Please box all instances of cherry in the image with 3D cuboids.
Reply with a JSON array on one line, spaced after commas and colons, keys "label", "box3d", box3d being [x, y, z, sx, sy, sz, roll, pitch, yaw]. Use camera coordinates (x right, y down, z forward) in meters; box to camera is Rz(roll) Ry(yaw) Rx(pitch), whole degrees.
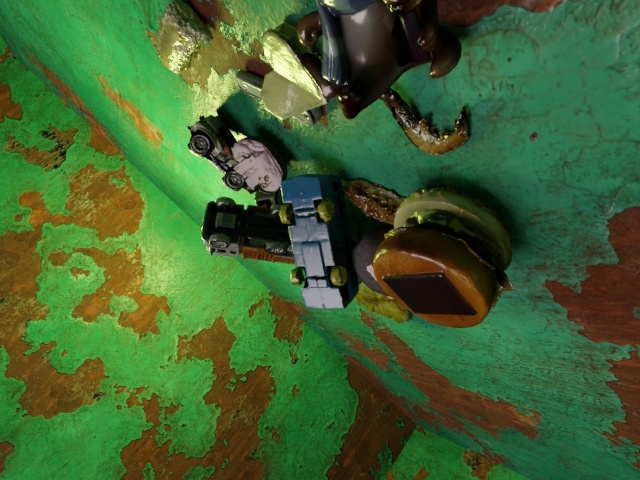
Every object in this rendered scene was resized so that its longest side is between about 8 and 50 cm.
[{"label": "cherry", "box3d": [0.192, 0.063, 1.145, 0.213, 0.183, 0.266, 39, 154, 9]}]

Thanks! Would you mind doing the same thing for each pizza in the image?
[{"label": "pizza", "box3d": [0.154, -0.090, 1.082, 0.246, 0.058, 0.127, 31, 157, 18]}]

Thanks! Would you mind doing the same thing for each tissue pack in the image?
[{"label": "tissue pack", "box3d": [-0.175, -0.132, 1.493, 0.090, 0.103, 0.170, -4, 144, 10]}]

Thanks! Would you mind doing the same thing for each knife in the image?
[{"label": "knife", "box3d": [-0.108, -0.355, 1.023, 0.265, 0.041, 0.073, 32, 159, 22]}]

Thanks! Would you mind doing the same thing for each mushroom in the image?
[{"label": "mushroom", "box3d": [-0.174, -0.240, 1.261, 0.141, 0.117, 0.188, -32, 98, 41]}]

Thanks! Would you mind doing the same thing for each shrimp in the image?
[{"label": "shrimp", "box3d": [0.192, -0.232, 0.746, 0.195, 0.035, 0.147, 42, 164, -23]}]

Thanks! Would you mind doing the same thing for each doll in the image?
[{"label": "doll", "box3d": [0.047, -0.334, 0.552, 0.317, 0.209, 0.340, 22, 151, 34]}]

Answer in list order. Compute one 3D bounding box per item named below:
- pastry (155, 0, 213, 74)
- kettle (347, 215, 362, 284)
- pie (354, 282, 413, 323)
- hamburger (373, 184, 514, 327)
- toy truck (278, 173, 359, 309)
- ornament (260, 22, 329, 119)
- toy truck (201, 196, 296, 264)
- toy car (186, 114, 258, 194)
[{"label": "pastry", "box3d": [-0.376, -0.531, 1.084, 0.258, 0.089, 0.122, -1, 123, 57]}, {"label": "kettle", "box3d": [0.063, 0.014, 1.380, 0.243, 0.159, 0.211, 80, 166, -50]}, {"label": "pie", "box3d": [0.227, 0.212, 1.559, 0.306, 0.071, 0.306, 32, 160, 13]}, {"label": "hamburger", "box3d": [0.264, 0.030, 0.882, 0.290, 0.225, 0.291, 28, 151, 17]}, {"label": "toy truck", "box3d": [0.000, 0.000, 1.165, 0.161, 0.162, 0.385, -5, 104, 29]}, {"label": "ornament", "box3d": [-0.053, -0.339, 0.880, 0.180, 0.059, 0.201, 37, 149, 13]}, {"label": "toy truck", "box3d": [-0.208, -0.014, 1.428, 0.387, 0.174, 0.207, 8, 154, -9]}, {"label": "toy car", "box3d": [-0.297, -0.284, 1.359, 0.301, 0.118, 0.193, 45, -160, -15]}]
